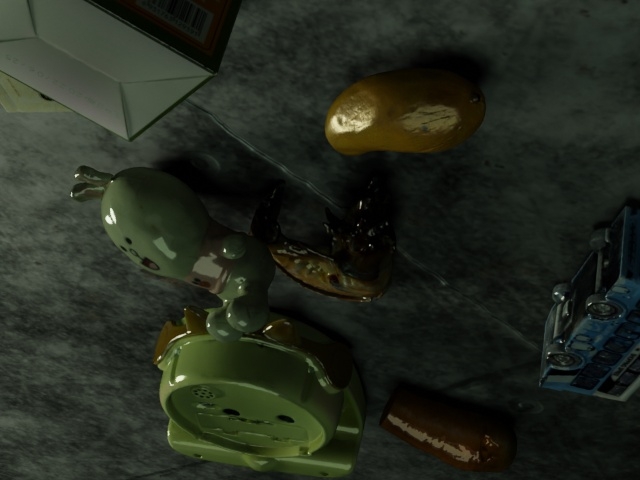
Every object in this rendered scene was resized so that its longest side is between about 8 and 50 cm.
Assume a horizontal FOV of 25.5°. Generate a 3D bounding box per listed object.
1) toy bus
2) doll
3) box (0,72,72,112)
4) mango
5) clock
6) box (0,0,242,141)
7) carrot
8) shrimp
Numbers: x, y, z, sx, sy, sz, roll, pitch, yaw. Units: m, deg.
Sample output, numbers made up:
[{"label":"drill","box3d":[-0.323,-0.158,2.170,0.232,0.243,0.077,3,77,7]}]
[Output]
[{"label":"toy bus","box3d":[0.337,0.080,1.589,0.131,0.106,0.297,14,151,-4]},{"label":"doll","box3d":[-0.158,-0.003,1.626,0.275,0.113,0.155,41,155,2]},{"label":"box","box3d":[-0.277,-0.171,1.499,0.167,0.024,0.090,1,147,20]},{"label":"mango","box3d":[0.078,-0.125,1.387,0.190,0.075,0.098,-6,139,41]},{"label":"clock","box3d":[-0.092,0.202,1.942,0.286,0.117,0.348,6,148,11]},{"label":"box","box3d":[-0.193,-0.218,1.269,0.195,0.148,0.177,28,150,-23]},{"label":"carrot","box3d":[0.178,0.270,1.978,0.193,0.087,0.087,17,149,-6]},{"label":"shrimp","box3d":[0.002,-0.007,1.623,0.178,0.075,0.289,14,162,5]}]
